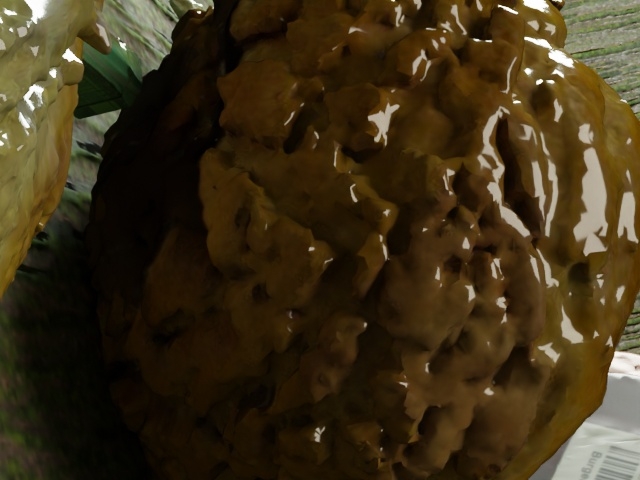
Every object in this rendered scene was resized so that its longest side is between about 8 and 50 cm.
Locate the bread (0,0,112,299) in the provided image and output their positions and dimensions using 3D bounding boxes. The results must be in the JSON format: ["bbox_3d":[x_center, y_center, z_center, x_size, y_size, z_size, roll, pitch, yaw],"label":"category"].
[{"bbox_3d":[-0.145,-0.077,0.547,0.174,0.133,0.252,-70,141,-65],"label":"bread"}]

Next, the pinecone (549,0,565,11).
[{"bbox_3d":[0.118,-0.256,1.362,0.202,0.201,0.229,39,55,-54],"label":"pinecone"}]

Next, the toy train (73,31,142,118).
[{"bbox_3d":[-0.143,-0.097,0.702,0.148,0.071,0.038,42,34,-64],"label":"toy train"}]

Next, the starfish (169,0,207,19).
[{"bbox_3d":[0.003,-0.132,1.063,0.358,0.078,0.347,54,34,-12],"label":"starfish"}]

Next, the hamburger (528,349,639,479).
[{"bbox_3d":[0.212,0.258,1.103,0.330,0.330,0.250,-88,169,-53],"label":"hamburger"}]

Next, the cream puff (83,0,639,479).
[{"bbox_3d":[0.000,0.000,0.771,0.231,0.343,0.327,26,6,-26],"label":"cream puff"}]
